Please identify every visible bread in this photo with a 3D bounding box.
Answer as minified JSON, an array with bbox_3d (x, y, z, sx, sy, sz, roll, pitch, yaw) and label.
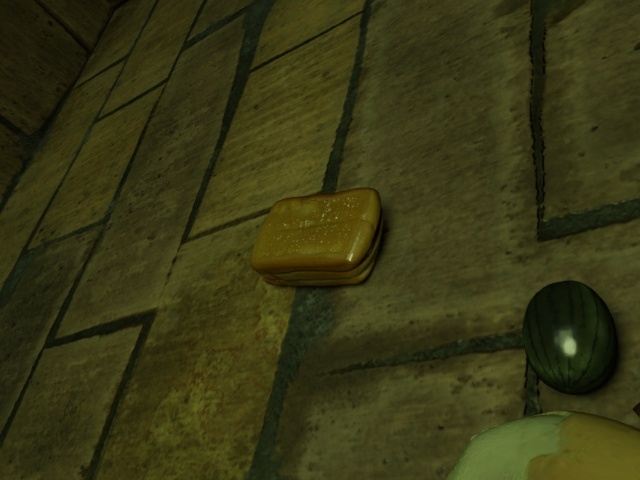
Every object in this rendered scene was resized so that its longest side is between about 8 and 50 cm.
[{"bbox_3d":[0.000,0.000,0.935,0.200,0.077,0.116,-5,52,43],"label":"bread"}]

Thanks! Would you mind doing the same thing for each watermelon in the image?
[{"bbox_3d":[0.218,0.082,0.625,0.078,0.078,0.111,-26,40,29],"label":"watermelon"}]

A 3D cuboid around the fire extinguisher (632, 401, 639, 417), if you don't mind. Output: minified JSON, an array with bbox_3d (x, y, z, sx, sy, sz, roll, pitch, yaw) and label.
[{"bbox_3d":[0.312,0.092,0.544,0.157,0.045,0.078,-43,13,9],"label":"fire extinguisher"}]

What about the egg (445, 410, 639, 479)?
[{"bbox_3d":[0.175,0.214,0.439,0.244,0.201,0.201,17,69,39],"label":"egg"}]
